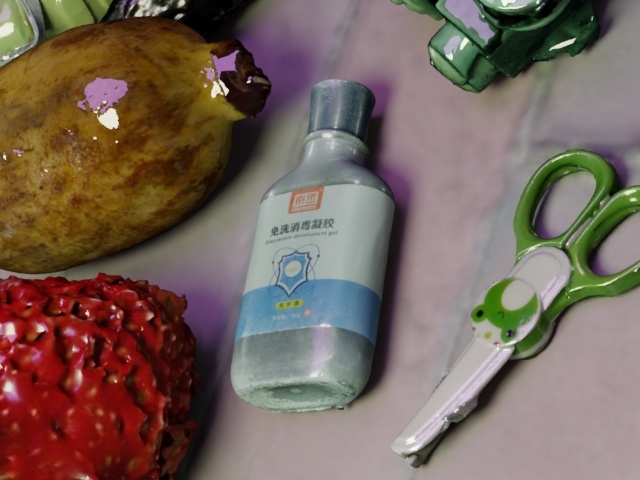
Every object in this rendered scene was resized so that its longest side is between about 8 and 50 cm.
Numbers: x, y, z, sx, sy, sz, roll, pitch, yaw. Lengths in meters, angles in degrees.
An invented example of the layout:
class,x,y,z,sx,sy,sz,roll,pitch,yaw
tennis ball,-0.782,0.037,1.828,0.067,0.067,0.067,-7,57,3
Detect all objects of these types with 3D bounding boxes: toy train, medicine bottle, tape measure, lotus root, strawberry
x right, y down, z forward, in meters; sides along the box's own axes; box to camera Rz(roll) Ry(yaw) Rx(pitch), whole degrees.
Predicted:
class,x,y,z,sx,sy,sz,roll,pitch,yaw
toy train,0.142,-0.217,1.099,0.269,0.115,0.154,-49,64,9
medicine bottle,0.000,0.000,1.116,0.090,0.054,0.208,-9,58,31
tape measure,-0.228,-0.184,1.343,0.200,0.106,0.175,19,59,46
lotus root,-0.143,-0.065,1.203,0.260,0.128,0.145,-22,86,26
strawberry,-0.158,0.096,1.100,0.201,0.187,0.184,-42,15,-31

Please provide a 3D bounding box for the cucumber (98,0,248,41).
class,x,y,z,sx,sy,sz,roll,pitch,yaw
cucumber,-0.073,-0.189,1.271,0.303,0.081,0.072,-43,70,5

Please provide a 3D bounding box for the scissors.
class,x,y,z,sx,sy,sz,roll,pitch,yaw
scissors,0.109,0.042,1.032,0.204,0.027,0.101,-49,46,-2
